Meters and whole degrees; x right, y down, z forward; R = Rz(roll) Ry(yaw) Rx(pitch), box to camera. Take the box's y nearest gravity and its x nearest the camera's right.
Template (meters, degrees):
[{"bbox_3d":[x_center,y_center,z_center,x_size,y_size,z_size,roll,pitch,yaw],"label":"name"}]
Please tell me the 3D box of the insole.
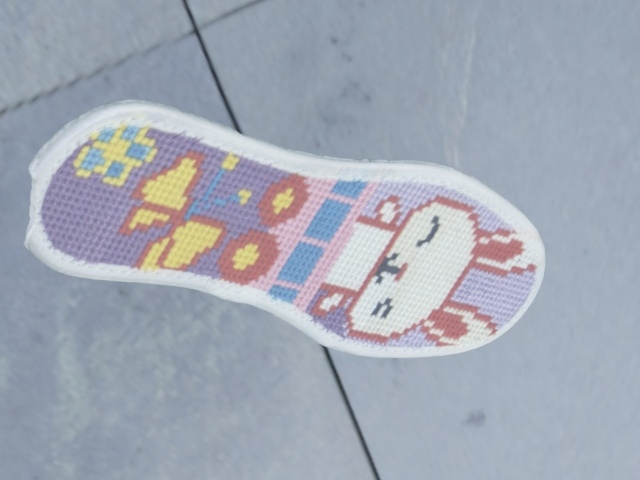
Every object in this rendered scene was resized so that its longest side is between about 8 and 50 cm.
[{"bbox_3d":[0.000,0.000,0.483,0.065,0.197,0.004,-57,47,17],"label":"insole"}]
